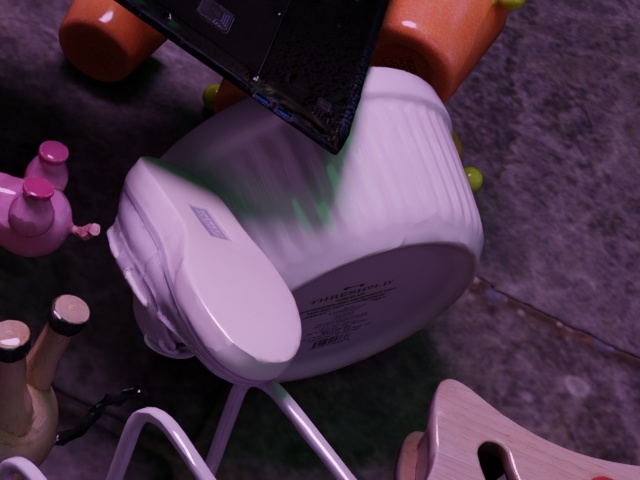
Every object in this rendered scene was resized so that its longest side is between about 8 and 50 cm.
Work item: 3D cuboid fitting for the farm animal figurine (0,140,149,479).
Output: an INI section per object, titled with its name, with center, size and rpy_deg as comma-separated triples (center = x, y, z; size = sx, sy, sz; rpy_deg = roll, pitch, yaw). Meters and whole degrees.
[farm animal figurine]
center = -0.298, 0.009, 0.726
size = 0.327, 0.172, 0.330
rpy_deg = -8, 50, -34

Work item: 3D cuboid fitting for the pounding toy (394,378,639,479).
[pounding toy]
center = 0.177, 0.162, 0.806
size = 0.269, 0.155, 0.154
rpy_deg = 32, 49, 7

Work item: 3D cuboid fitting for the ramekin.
[ramekin]
center = 0.000, 0.000, 0.855
size = 0.207, 0.207, 0.109
rpy_deg = -10, 63, -31

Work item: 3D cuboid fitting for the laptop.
[laptop]
center = -0.107, -0.151, 0.817
size = 0.264, 0.136, 0.234
rpy_deg = 34, 38, -14

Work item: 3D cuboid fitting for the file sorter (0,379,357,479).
[file sorter]
center = -0.108, 0.199, 0.626
size = 0.278, 0.193, 0.173
rpy_deg = -17, 55, -35

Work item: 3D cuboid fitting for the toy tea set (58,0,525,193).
[toy tea set]
center = -0.020, -0.156, 0.995
size = 0.336, 0.200, 0.124
rpy_deg = 23, 52, 6

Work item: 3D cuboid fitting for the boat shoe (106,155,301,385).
[boat shoe]
center = -0.068, 0.024, 0.714
size = 0.066, 0.063, 0.184
rpy_deg = 15, 24, -38
